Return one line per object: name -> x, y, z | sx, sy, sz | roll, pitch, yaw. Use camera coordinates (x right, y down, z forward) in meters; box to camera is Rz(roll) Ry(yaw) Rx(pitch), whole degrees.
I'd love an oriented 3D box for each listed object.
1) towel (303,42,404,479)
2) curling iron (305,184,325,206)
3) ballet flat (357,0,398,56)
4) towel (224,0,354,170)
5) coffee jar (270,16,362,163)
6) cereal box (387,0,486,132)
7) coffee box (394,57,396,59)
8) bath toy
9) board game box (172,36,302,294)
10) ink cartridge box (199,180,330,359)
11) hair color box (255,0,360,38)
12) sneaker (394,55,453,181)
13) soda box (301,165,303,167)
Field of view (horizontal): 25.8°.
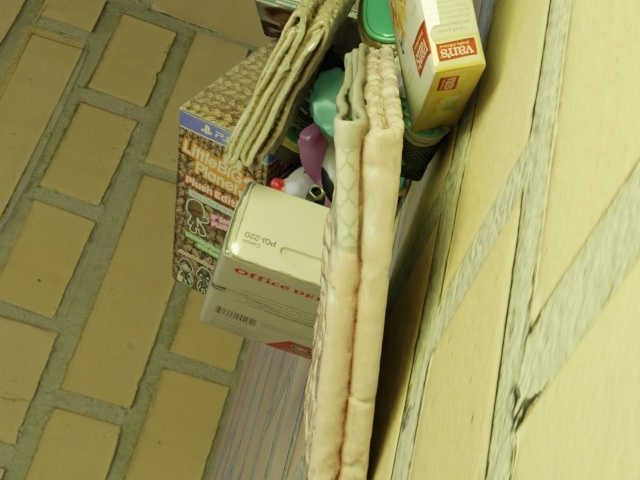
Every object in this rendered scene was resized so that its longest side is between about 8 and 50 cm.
towel -> 0.024, 0.019, 1.143 | 0.332, 0.053, 0.317 | -83, -1, -72
curling iron -> 0.000, 0.000, 1.540 | 0.274, 0.068, 0.035 | 85, -158, -65
ballet flat -> 0.121, -0.296, 1.505 | 0.106, 0.107, 0.316 | 77, -150, -57
towel -> -0.017, -0.190, 1.434 | 0.187, 0.049, 0.282 | -60, 3, 29
coffee jar -> -0.002, -0.173, 1.651 | 0.184, 0.079, 0.096 | -44, 19, 40
cereal box -> 0.080, -0.225, 1.141 | 0.173, 0.047, 0.240 | 99, 162, -78
coffee box -> 0.110, -0.245, 1.668 | 0.113, 0.040, 0.184 | 115, 173, -59
bath toy -> 0.021, -0.085, 1.546 | 0.348, 0.129, 0.151 | 120, 167, -74
board game box -> -0.077, -0.087, 1.909 | 0.232, 0.141, 0.291 | -44, -29, -45
ink cartridge box -> -0.033, 0.039, 1.486 | 0.218, 0.158, 0.092 | 119, 169, -67
hair color box -> 0.013, -0.310, 1.806 | 0.347, 0.173, 0.105 | -98, 24, -89
sneaker -> 0.086, -0.115, 1.289 | 0.166, 0.065, 0.076 | -75, 1, -56
soda box -> 0.020, -0.082, 1.783 | 0.083, 0.092, 0.263 | -69, -2, -73
